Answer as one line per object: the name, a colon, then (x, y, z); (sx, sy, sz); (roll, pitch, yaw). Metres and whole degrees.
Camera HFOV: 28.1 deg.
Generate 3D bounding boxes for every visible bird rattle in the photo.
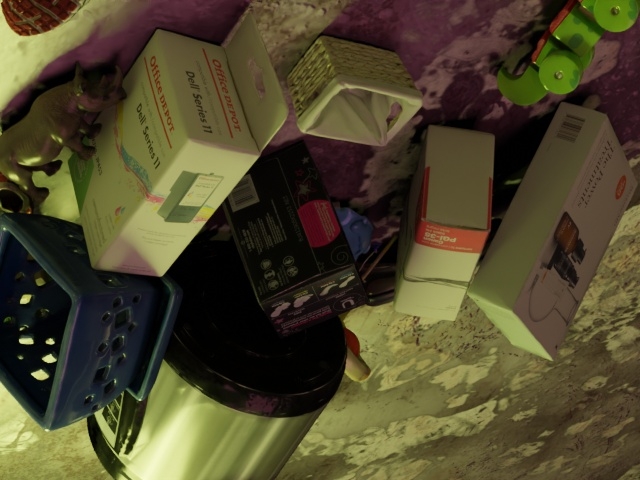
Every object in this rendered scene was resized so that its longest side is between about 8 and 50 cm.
bird rattle: (0.021, 0.170, 2.392); (0.143, 0.207, 0.253); (-39, 160, -7)

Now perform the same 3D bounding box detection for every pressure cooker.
pressure cooker: (-0.190, 0.260, 2.153); (0.370, 0.375, 0.420); (-41, 166, -52)

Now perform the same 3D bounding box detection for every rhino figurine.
rhino figurine: (-0.351, -0.157, 1.739); (0.243, 0.073, 0.106); (-40, 127, 24)

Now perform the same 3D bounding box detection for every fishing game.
fishing game: (0.000, 0.000, 2.242); (0.264, 0.041, 0.189); (8, 133, -27)

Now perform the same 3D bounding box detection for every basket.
basket: (0.047, -0.218, 1.869); (0.167, 0.103, 0.113); (7, 139, -39)

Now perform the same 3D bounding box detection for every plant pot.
plant pot: (-0.346, 0.107, 1.866); (0.212, 0.236, 0.236); (-5, 124, -43)

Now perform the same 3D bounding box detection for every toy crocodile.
toy crocodile: (0.398, -0.329, 1.929); (0.340, 0.105, 0.115); (-50, -179, 38)

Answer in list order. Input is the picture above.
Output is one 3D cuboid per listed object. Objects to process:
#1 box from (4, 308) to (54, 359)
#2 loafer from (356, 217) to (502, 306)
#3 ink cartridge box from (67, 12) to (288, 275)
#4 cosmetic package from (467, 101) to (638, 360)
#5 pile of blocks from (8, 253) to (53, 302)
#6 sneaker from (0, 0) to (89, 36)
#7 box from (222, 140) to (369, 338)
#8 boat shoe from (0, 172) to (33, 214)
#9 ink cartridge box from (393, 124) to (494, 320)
box: (-0.474, 0.153, 2.193); (0.207, 0.036, 0.114); (-17, 149, -8)
loafer: (0.202, 0.023, 2.356); (0.302, 0.109, 0.095); (-24, 111, 5)
ink cartridge box: (-0.202, -0.136, 1.737); (0.119, 0.207, 0.353); (10, 136, -37)
cosmetic package: (0.414, -0.009, 2.236); (0.377, 0.097, 0.284); (-63, 151, -9)
pile of blocks: (-0.482, 0.075, 1.989); (0.362, 0.112, 0.149); (-2, 144, -29)
sneaker: (-0.277, -0.315, 1.508); (0.225, 0.088, 0.093); (-35, 176, 11)
box: (-0.045, 0.001, 2.015); (0.163, 0.247, 0.142); (-23, 149, 2)
boat shoe: (-0.449, -0.059, 1.866); (0.049, 0.043, 0.137); (-20, 151, -6)
ink cartridge box: (0.205, -0.024, 2.155); (0.117, 0.207, 0.283); (9, 145, -3)
